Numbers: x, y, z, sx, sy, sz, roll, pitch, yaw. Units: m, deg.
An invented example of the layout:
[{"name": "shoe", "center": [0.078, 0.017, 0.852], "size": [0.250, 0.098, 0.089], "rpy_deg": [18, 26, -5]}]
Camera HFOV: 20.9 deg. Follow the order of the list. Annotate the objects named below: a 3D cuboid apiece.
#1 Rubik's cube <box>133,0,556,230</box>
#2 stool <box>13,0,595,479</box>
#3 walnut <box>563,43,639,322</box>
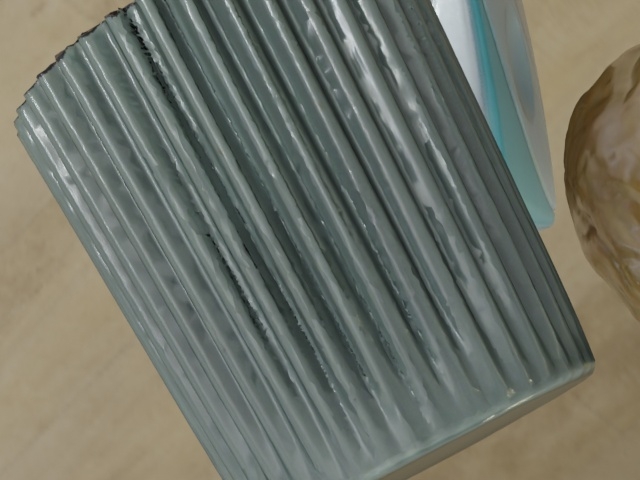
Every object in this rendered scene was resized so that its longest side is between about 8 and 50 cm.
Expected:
[{"name": "Rubik's cube", "center": [0.033, -0.146, 1.761], "size": [0.347, 0.351, 0.352], "rpy_deg": [-10, 86, 16]}, {"name": "stool", "center": [0.000, 0.000, 1.164], "size": [0.297, 0.297, 0.330], "rpy_deg": [-30, 80, 9]}, {"name": "walnut", "center": [0.342, -0.049, 1.367], "size": [0.296, 0.285, 0.285], "rpy_deg": [-7, 120, 8]}]
